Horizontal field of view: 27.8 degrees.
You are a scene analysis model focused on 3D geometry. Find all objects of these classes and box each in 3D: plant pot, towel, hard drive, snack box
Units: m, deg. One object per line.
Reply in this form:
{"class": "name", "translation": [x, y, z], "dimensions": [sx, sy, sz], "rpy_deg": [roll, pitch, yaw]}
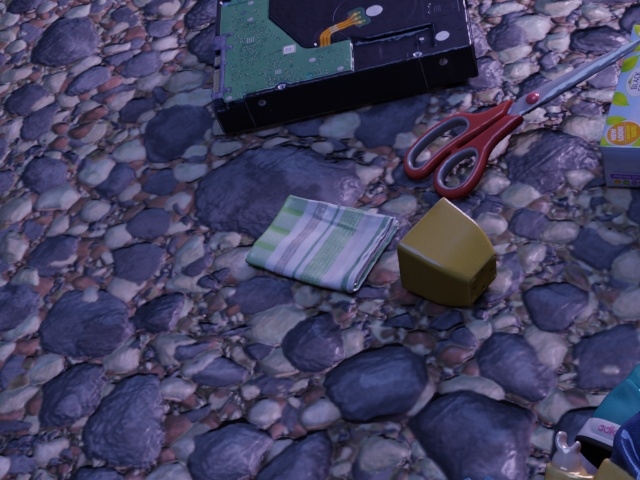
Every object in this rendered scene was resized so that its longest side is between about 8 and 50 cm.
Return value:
{"class": "plant pot", "translation": [0.140, 0.022, 1.362], "dimensions": [0.083, 0.081, 0.081], "rpy_deg": [33, 65, 27]}
{"class": "towel", "translation": [0.000, 0.000, 1.474], "dimensions": [0.152, 0.023, 0.113], "rpy_deg": [15, 54, 32]}
{"class": "hard drive", "translation": [0.027, -0.267, 1.690], "dimensions": [0.338, 0.064, 0.237], "rpy_deg": [-12, 45, 9]}
{"class": "snack box", "translation": [0.415, -0.150, 1.423], "dimensions": [0.174, 0.070, 0.207], "rpy_deg": [4, 48, 26]}

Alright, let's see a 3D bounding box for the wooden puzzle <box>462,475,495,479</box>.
{"class": "wooden puzzle", "translation": [0.156, 0.246, 1.188], "dimensions": [0.049, 0.006, 0.083], "rpy_deg": [-40, 47, -18]}

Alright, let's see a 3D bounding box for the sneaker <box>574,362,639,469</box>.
{"class": "sneaker", "translation": [0.386, 0.165, 1.102], "dimensions": [0.295, 0.124, 0.178], "rpy_deg": [22, 68, 37]}

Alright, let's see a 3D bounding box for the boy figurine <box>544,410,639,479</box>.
{"class": "boy figurine", "translation": [0.239, 0.226, 1.036], "dimensions": [0.177, 0.092, 0.285], "rpy_deg": [43, 103, 39]}

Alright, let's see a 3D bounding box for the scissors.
{"class": "scissors", "translation": [0.225, -0.159, 1.491], "dimensions": [0.297, 0.021, 0.109], "rpy_deg": [-41, 46, 3]}
